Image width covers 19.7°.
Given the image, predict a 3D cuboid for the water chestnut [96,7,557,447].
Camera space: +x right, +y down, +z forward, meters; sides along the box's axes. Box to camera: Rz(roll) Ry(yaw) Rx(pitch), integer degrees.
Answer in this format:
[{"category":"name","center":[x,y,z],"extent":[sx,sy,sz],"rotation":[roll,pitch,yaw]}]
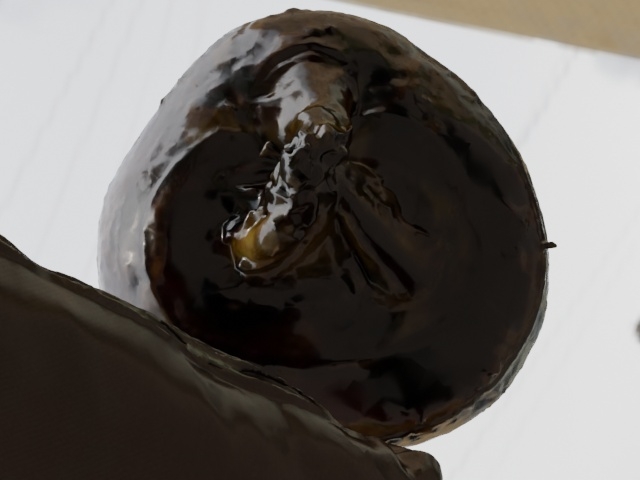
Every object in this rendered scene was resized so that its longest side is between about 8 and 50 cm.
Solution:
[{"category":"water chestnut","center":[0.000,0.000,0.900],"extent":[0.223,0.238,0.224],"rotation":[1,-98,-5]}]

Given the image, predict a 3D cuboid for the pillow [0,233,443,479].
[{"category":"pillow","center":[-0.130,0.152,0.603],"extent":[0.308,0.108,0.305],"rotation":[32,-97,-34]}]
